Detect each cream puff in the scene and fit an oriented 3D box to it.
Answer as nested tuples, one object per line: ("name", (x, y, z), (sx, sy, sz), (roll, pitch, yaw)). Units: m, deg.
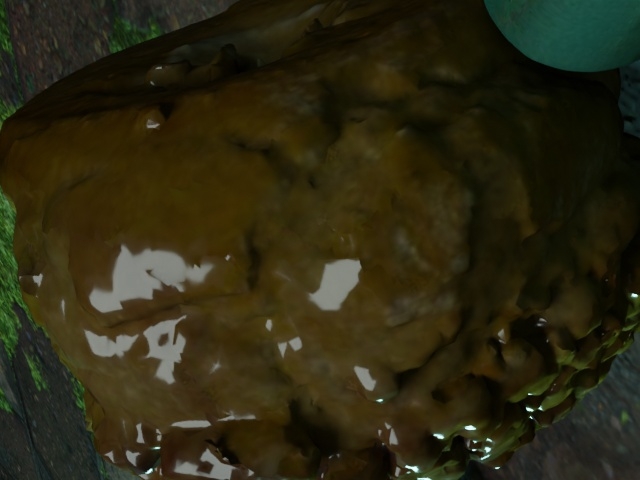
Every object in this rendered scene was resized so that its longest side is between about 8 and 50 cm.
("cream puff", (0.000, 0.000, 0.621), (0.343, 0.327, 0.231), (-3, 117, 41))

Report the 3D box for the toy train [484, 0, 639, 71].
("toy train", (0.150, -0.150, 0.437), (0.101, 0.159, 0.248), (59, 152, 21))
